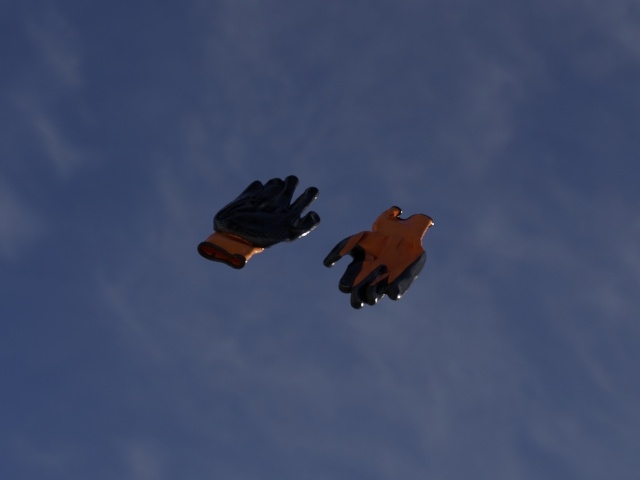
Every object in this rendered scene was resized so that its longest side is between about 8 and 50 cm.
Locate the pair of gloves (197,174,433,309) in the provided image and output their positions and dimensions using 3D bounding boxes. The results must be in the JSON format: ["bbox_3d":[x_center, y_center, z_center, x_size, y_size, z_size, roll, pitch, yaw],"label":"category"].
[{"bbox_3d":[0.000,0.000,0.714,0.083,0.074,0.010,17,-60,12],"label":"pair of gloves"}]
